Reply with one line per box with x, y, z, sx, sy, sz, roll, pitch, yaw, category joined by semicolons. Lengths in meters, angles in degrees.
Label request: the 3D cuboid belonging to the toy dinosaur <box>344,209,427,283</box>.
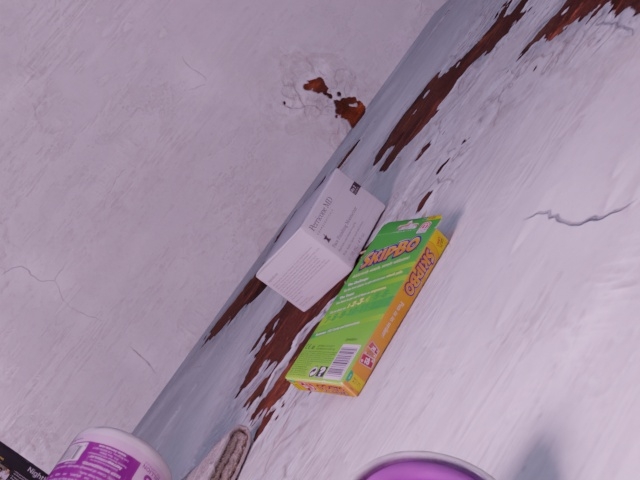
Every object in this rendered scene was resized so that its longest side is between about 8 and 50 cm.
0.090;0.042;1.253;0.183;0.053;0.092;-52;24;-13;toy dinosaur

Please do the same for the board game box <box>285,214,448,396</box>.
0.063;0.076;1.132;0.124;0.039;0.259;-7;47;56;board game box

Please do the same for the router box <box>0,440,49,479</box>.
-0.430;0.479;1.329;0.081;0.309;0.243;-46;9;36;router box

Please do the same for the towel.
-0.197;0.400;1.279;0.187;0.049;0.282;-47;9;33;towel

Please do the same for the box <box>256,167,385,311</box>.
0.000;0.000;1.648;0.182;0.119;0.181;-45;12;47;box

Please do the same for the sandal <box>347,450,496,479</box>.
-0.002;0.228;0.393;0.416;0.169;0.102;-62;-26;-54;sandal

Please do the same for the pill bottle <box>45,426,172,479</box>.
-0.339;0.420;1.252;0.169;0.169;0.301;-46;11;42;pill bottle
